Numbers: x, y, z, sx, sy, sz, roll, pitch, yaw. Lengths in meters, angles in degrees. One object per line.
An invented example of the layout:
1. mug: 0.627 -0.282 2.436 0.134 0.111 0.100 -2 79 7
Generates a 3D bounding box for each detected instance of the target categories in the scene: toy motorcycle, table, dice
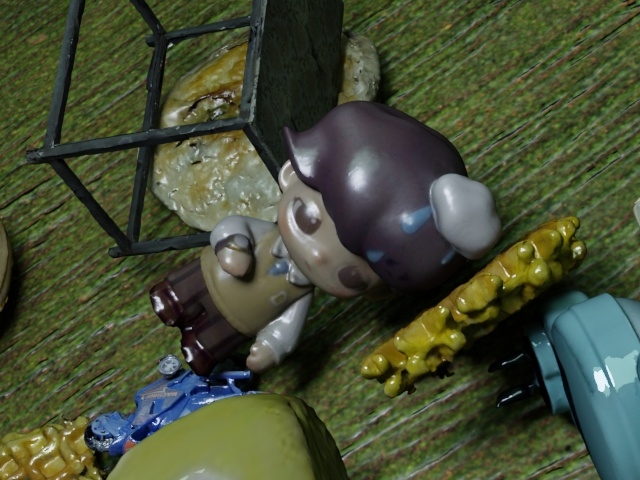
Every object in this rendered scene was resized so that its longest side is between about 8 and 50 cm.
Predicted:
1. toy motorcycle: -0.153 0.190 1.816 0.205 0.076 0.114 -25 40 -13
2. table: -0.146 -0.187 1.926 0.272 0.222 0.335 -8 55 20
3. dice: -0.063 0.306 1.580 0.227 0.233 0.238 -28 45 5

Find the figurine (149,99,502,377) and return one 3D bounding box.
1. figurine: -0.009 0.001 1.723 0.365 0.206 0.218 -31 80 4

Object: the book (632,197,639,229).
1. book: 0.507 0.019 1.549 0.371 0.043 0.260 -21 88 11

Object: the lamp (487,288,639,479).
1. lamp: 0.276 0.143 1.564 0.147 0.209 0.284 -26 24 -18

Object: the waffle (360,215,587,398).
1. waffle: 0.159 0.066 1.661 0.260 0.293 0.069 -37 88 7

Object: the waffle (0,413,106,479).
1. waffle: -0.305 0.320 1.814 0.300 0.058 0.281 16 63 34

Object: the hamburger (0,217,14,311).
1. hamburger: -0.514 0.057 2.051 0.300 0.176 0.300 -15 47 17

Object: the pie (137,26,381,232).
1. pie: -0.069 -0.148 2.059 0.339 0.077 0.339 -14 49 17
